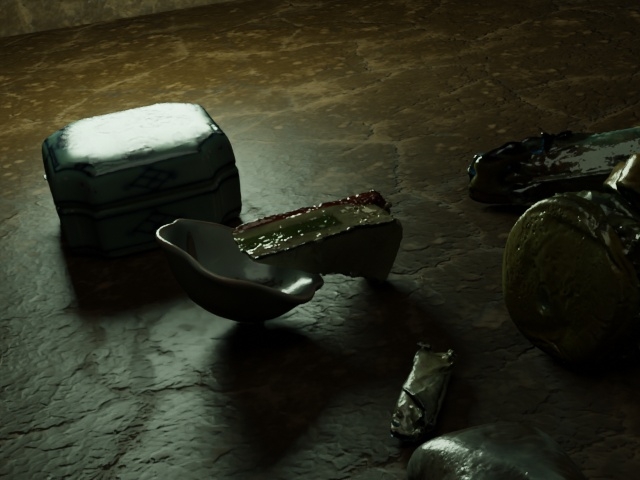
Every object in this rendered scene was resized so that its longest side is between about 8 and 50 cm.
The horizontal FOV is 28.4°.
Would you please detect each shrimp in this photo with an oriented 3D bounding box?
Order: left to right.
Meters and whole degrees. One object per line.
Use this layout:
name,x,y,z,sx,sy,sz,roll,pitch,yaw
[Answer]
shrimp,0.434,-0.130,1.891,0.446,0.110,0.221,-8,18,-10

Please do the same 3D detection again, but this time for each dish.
dish,-0.110,0.053,1.614,0.229,0.081,0.229,20,15,-6

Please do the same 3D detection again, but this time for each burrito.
burrito,0.115,0.165,1.400,0.051,0.042,0.171,3,23,15

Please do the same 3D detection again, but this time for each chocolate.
chocolate,0.181,0.236,1.174,0.157,0.080,0.254,-12,25,-10

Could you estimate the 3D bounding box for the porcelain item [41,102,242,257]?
porcelain item,-0.283,-0.104,1.970,0.286,0.157,0.281,-14,26,-12

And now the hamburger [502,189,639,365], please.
hamburger,0.306,0.036,1.460,0.122,0.189,0.215,-12,21,-34

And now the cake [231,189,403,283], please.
cake,0.010,-0.016,1.643,0.220,0.116,0.086,14,22,-30

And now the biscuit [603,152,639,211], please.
biscuit,0.446,-0.006,1.462,0.287,0.057,0.344,31,4,-37
